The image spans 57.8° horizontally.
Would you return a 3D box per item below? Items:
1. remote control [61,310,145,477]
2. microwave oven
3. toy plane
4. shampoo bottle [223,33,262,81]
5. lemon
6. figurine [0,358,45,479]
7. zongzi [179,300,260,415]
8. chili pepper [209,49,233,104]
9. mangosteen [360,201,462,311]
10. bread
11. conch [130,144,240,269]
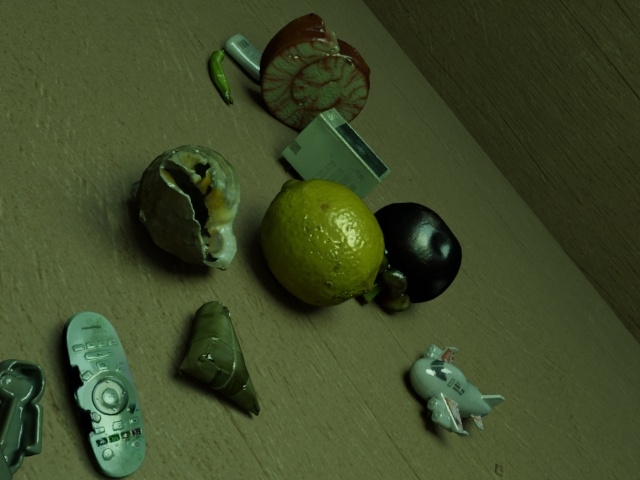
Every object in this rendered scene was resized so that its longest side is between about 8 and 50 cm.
[{"bbox_3d":[-0.328,0.226,0.868,0.097,0.045,0.256,1,59,-47],"label":"remote control"},{"bbox_3d":[0.041,-0.209,1.589,0.240,0.194,0.145,48,29,-2],"label":"microwave oven"},{"bbox_3d":[0.321,0.361,1.405,0.252,0.118,0.252,28,37,-24],"label":"toy plane"},{"bbox_3d":[-0.192,-0.533,1.768,0.221,0.051,0.108,44,33,-8],"label":"shampoo bottle"},{"bbox_3d":[0.000,0.000,1.273,0.310,0.258,0.258,57,34,6],"label":"lemon"},{"bbox_3d":[-0.422,0.263,0.616,0.285,0.167,0.342,54,13,-6],"label":"figurine"},{"bbox_3d":[-0.163,0.208,1.051,0.176,0.078,0.160,42,33,-28],"label":"zongzi"},{"bbox_3d":[-0.282,-0.461,1.611,0.049,0.043,0.208,44,29,-57],"label":"chili pepper"},{"bbox_3d":[0.206,0.053,1.495,0.302,0.275,0.275,-42,91,-21],"label":"mangosteen"},{"bbox_3d":[-0.020,-0.459,1.668,0.328,0.295,0.114,31,37,-35],"label":"bread"},{"bbox_3d":[-0.257,-0.062,1.107,0.324,0.186,0.263,16,52,-76],"label":"conch"}]
